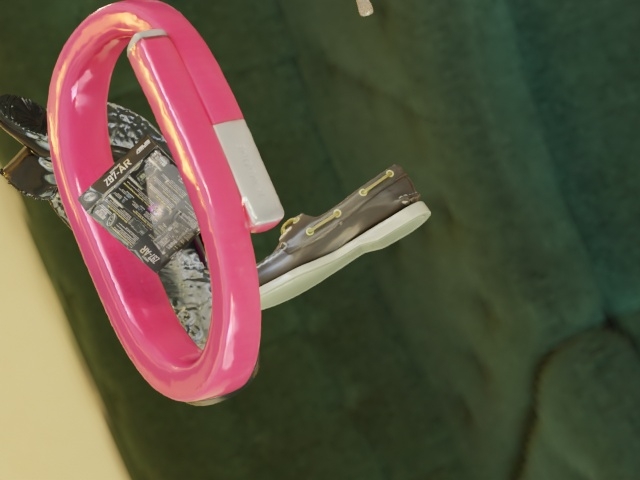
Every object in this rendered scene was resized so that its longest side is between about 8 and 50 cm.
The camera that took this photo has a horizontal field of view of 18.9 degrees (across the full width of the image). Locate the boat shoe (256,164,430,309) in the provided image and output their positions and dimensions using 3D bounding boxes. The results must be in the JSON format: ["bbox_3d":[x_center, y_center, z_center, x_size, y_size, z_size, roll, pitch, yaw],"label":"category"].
[{"bbox_3d":[0.000,0.000,2.000,0.069,0.227,0.081,61,174,12],"label":"boat shoe"}]

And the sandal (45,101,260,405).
[{"bbox_3d":[-0.210,-0.010,2.349,0.446,0.167,0.107,56,173,18],"label":"sandal"}]

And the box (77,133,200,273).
[{"bbox_3d":[-0.115,-0.024,1.316,0.083,0.067,0.018,44,-176,-43],"label":"box"}]

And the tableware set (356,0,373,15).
[{"bbox_3d":[0.073,-0.268,1.666,0.194,0.128,0.039,-108,1,-56],"label":"tableware set"}]

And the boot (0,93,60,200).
[{"bbox_3d":[-0.307,-0.095,2.025,0.099,0.121,0.045,-44,33,39],"label":"boot"}]

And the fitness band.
[{"bbox_3d":[-0.114,-0.029,1.341,0.209,0.054,0.291,-49,58,50],"label":"fitness band"}]
